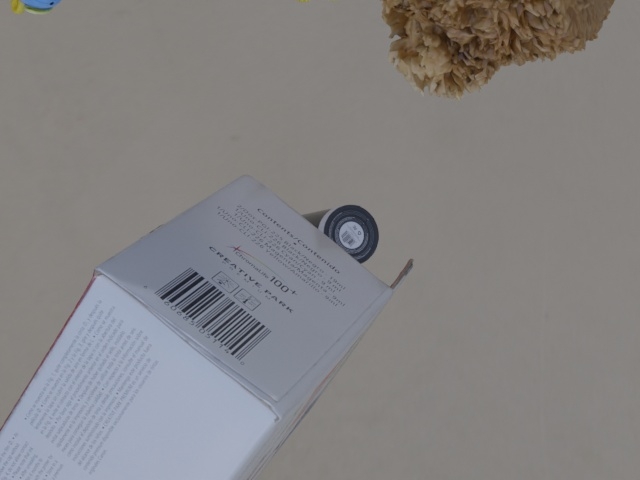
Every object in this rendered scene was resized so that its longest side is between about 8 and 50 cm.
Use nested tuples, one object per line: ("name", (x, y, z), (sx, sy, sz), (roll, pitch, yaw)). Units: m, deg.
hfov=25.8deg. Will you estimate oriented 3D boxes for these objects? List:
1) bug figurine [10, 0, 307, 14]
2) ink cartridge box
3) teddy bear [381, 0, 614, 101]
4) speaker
("bug figurine", (-0.053, -0.207, 0.799), (0.072, 0.279, 0.216), (62, 141, 19))
("ink cartridge box", (-0.101, 0.125, 0.900), (0.130, 0.272, 0.309), (38, 116, 6))
("teddy bear", (0.036, -0.201, 0.578), (0.113, 0.338, 0.245), (20, 91, 33))
("speaker", (0.000, 0.000, 1.267), (0.055, 0.136, 0.055), (2, 86, -24))
